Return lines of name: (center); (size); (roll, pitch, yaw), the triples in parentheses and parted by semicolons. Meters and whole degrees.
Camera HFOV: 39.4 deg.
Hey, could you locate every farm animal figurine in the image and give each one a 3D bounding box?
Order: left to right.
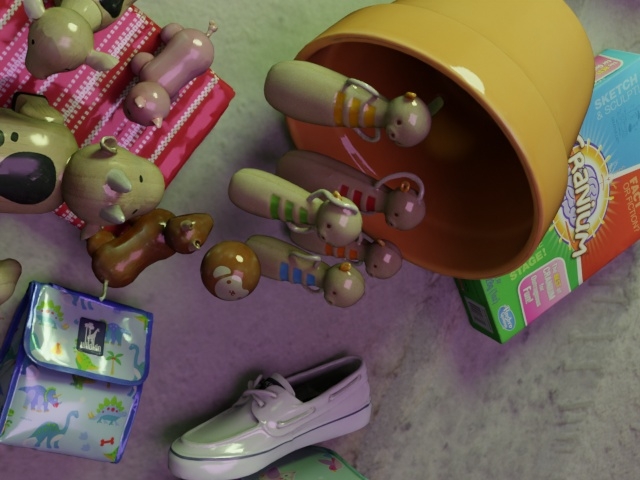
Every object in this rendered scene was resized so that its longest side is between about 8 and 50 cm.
farm animal figurine: (-0.213, -0.086, 0.708); (0.326, 0.172, 0.331); (-12, 114, -23)

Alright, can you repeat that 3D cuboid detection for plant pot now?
plant pot: (0.137, -0.135, 0.885); (0.203, 0.290, 0.291); (-48, 125, -27)

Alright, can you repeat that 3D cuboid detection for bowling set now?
bowling set: (0.000, 0.000, 0.826); (0.200, 0.154, 0.287); (-60, 158, -28)

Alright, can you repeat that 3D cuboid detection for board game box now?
board game box: (0.293, -0.057, 1.117); (0.316, 0.064, 0.242); (-34, 121, -16)

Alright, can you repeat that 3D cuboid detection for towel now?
towel: (-0.229, -0.134, 0.803); (0.275, 0.031, 0.199); (38, 88, -33)

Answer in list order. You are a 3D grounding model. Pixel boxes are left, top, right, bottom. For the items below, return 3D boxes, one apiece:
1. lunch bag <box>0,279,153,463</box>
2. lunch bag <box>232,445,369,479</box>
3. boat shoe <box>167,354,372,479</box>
lunch bag: (-0.239, 0.125, 0.857); (0.128, 0.096, 0.151); (20, 82, -32)
lunch bag: (-0.030, 0.327, 0.934); (0.223, 0.279, 0.108); (-9, 108, -25)
boat shoe: (-0.054, 0.188, 0.993); (0.258, 0.095, 0.084); (-14, 110, -37)
